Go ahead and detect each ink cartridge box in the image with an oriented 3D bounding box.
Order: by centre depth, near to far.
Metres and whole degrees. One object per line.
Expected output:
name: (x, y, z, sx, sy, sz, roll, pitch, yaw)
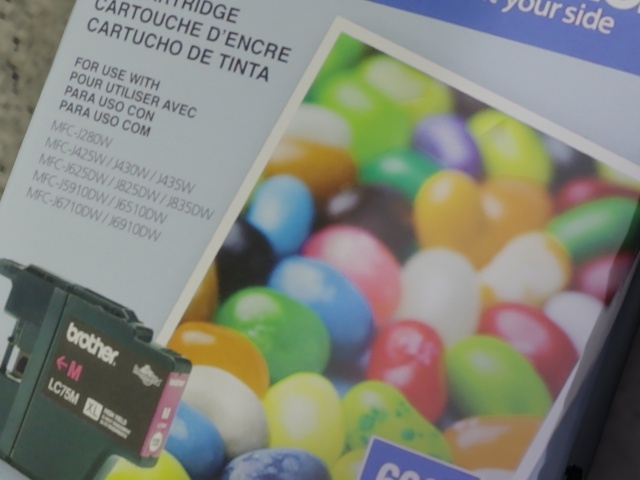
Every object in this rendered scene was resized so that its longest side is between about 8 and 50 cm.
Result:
ink cartridge box: (0.000, 0.000, 0.426, 0.186, 0.065, 0.311, 19, 85, 20)
